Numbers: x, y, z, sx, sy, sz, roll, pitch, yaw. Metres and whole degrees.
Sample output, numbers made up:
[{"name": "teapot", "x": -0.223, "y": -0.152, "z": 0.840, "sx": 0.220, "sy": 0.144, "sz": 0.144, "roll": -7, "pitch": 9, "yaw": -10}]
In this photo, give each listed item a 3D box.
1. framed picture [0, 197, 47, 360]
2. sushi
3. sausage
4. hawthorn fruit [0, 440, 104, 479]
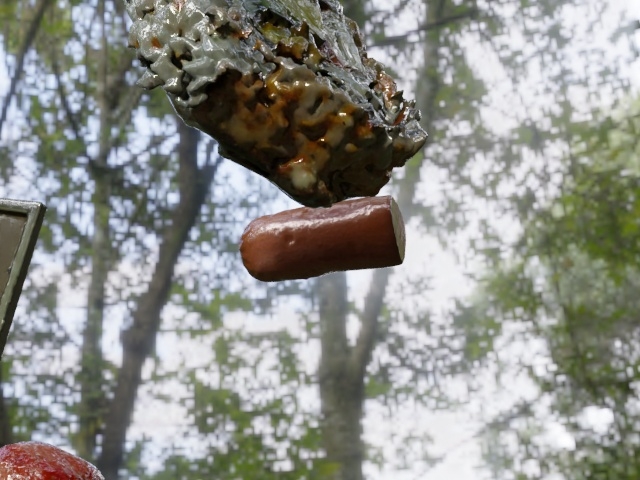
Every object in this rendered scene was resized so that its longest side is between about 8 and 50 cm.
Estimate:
[{"name": "framed picture", "x": -0.349, "y": 0.088, "z": 0.992, "sx": 0.209, "sy": 0.281, "sz": 0.019, "roll": 8, "pitch": -17, "yaw": 23}, {"name": "sushi", "x": -0.048, "y": -0.222, "z": 1.495, "sx": 0.417, "sy": 0.417, "sz": 0.176, "roll": 20, "pitch": -54, "yaw": -42}, {"name": "sausage", "x": 0.000, "y": 0.000, "z": 1.854, "sx": 0.259, "sy": 0.113, "sz": 0.113, "roll": -8, "pitch": -24, "yaw": 18}, {"name": "hawthorn fruit", "x": -0.435, "y": 0.381, "z": 1.762, "sx": 0.253, "sy": 0.205, "sz": 0.205, "roll": 27, "pitch": -23, "yaw": 8}]
